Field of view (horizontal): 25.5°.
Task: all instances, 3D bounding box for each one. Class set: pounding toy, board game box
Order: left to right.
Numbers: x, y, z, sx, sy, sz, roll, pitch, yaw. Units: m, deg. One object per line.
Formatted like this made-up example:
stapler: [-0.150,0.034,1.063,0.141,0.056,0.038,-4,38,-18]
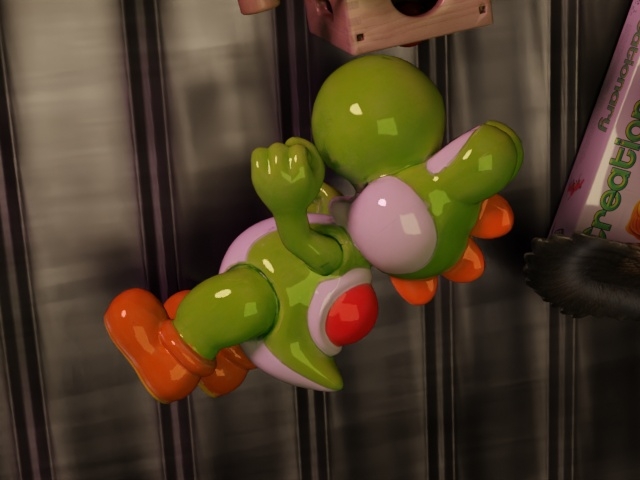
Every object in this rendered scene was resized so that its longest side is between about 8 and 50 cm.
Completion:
pounding toy: [0.032,-0.197,1.169,0.206,0.181,0.094,-15,111,-13]
board game box: [0.348,-0.080,1.377,0.193,0.053,0.305,13,103,-21]

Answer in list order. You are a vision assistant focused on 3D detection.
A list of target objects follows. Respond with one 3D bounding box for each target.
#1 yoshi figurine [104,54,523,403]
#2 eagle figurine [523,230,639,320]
yoshi figurine: [-0.011,-0.023,1.184,0.362,0.203,0.203,-34,125,16]
eagle figurine: [0.367,0.019,1.309,0.298,0.225,0.226,38,49,4]
